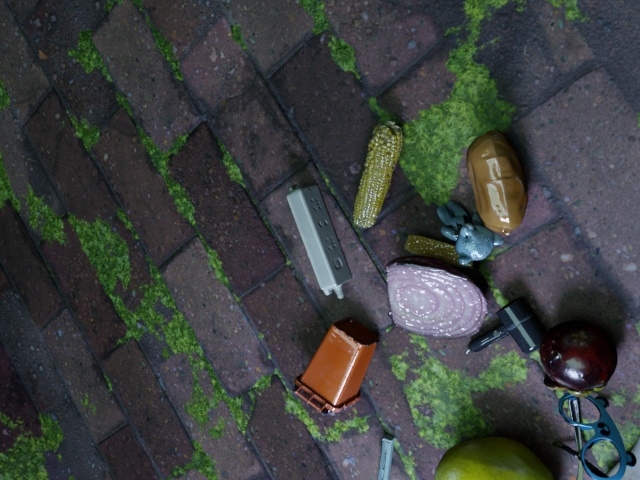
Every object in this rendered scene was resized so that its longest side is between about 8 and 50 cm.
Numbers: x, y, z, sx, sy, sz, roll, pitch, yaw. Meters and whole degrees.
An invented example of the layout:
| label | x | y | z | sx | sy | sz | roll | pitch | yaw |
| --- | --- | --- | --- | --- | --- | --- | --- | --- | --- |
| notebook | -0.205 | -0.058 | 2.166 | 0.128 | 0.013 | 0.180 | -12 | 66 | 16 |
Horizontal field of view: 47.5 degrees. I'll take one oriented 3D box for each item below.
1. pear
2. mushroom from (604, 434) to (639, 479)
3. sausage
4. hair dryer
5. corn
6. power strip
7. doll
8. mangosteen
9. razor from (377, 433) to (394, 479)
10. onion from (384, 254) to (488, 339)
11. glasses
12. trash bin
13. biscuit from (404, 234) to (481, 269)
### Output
| label | x | y | z | sx | sy | sz | roll | pitch | yaw |
| --- | --- | --- | --- | --- | --- | --- | --- | --- | --- |
| pear | 0.410 | 0.605 | 1.746 | 0.294 | 0.294 | 0.294 | 8 | 105 | 32 |
| mushroom | 0.734 | 0.482 | 1.606 | 0.329 | 0.122 | 0.159 | -55 | 35 | 29 |
| sausage | 0.405 | -0.131 | 1.663 | 0.120 | 0.136 | 0.241 | -12 | 99 | 28 |
| hair dryer | 0.436 | 0.237 | 1.769 | 0.219 | 0.071 | 0.124 | -38 | 80 | 40 |
| corn | 0.143 | -0.170 | 1.853 | 0.086 | 0.086 | 0.288 | 27 | 117 | 26 |
| power strip | 0.000 | 0.000 | 1.979 | 0.058 | 0.098 | 0.339 | -21 | 90 | 32 |
| doll | 0.344 | -0.031 | 1.731 | 0.120 | 0.075 | 0.180 | -30 | 64 | -1 |
| mangosteen | 0.575 | 0.273 | 1.632 | 0.166 | 0.166 | 0.180 | 10 | 127 | 31 |
| razor | 0.175 | 0.679 | 2.054 | 0.111 | 0.056 | 0.278 | 15 | 102 | 29 |
| onion | 0.292 | 0.125 | 1.797 | 0.247 | 0.111 | 0.250 | 5 | 130 | 17 |
| glasses | 0.588 | 0.481 | 1.657 | 0.239 | 0.102 | 0.207 | -102 | 31 | -51 |
| trash bin | 0.045 | 0.342 | 1.984 | 0.161 | 0.184 | 0.239 | 32 | 111 | 23 |
| biscuit | 0.304 | 0.029 | 1.806 | 0.188 | 0.056 | 0.052 | 17 | 92 | 29 |
